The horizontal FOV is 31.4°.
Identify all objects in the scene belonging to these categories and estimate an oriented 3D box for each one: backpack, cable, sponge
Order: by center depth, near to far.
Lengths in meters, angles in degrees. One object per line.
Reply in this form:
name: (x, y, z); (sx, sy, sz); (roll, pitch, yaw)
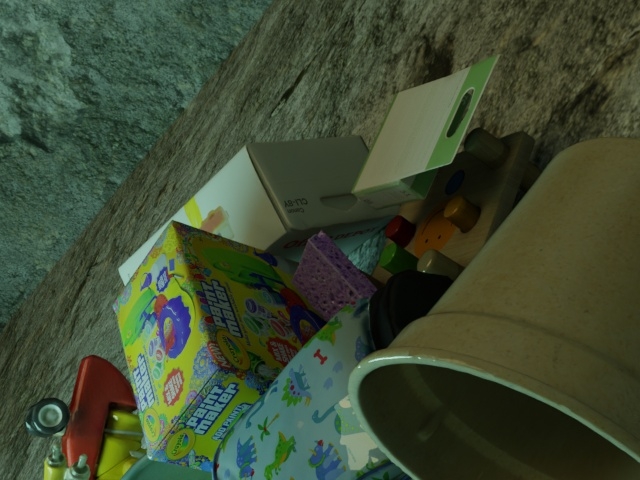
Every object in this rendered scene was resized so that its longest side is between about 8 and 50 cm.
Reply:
backpack: (0.042, 0.245, 1.319); (0.355, 0.273, 0.290); (-58, 38, 35)
sponge: (0.047, 0.095, 1.514); (0.031, 0.210, 0.117); (-34, -17, -31)
cable: (-0.391, 0.430, 1.725); (0.072, 0.139, 0.287); (-37, -17, -45)

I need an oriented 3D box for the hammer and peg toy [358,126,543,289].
hammer and peg toy: (0.138, -0.011, 1.570); (0.361, 0.127, 0.266); (-16, 47, 60)

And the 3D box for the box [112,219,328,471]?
box: (-0.103, 0.161, 1.556); (0.177, 0.279, 0.290); (-53, 38, 25)

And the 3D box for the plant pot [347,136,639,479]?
plant pot: (0.243, 0.088, 1.021); (0.334, 0.334, 0.305); (-19, 33, 58)

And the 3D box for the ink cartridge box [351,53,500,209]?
ink cartridge box: (0.148, -0.136, 1.478); (0.235, 0.056, 0.171); (-10, 50, 58)

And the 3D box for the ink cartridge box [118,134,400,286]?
ink cartridge box: (-0.099, -0.001, 1.840); (0.385, 0.279, 0.160); (-39, 72, 39)

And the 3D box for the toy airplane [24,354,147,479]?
toy airplane: (-0.323, 0.427, 1.870); (0.386, 0.272, 0.384); (-124, 35, -49)

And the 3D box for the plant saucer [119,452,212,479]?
plant saucer: (-0.170, 0.390, 1.562); (0.318, 0.043, 0.317); (-9, 50, 10)
